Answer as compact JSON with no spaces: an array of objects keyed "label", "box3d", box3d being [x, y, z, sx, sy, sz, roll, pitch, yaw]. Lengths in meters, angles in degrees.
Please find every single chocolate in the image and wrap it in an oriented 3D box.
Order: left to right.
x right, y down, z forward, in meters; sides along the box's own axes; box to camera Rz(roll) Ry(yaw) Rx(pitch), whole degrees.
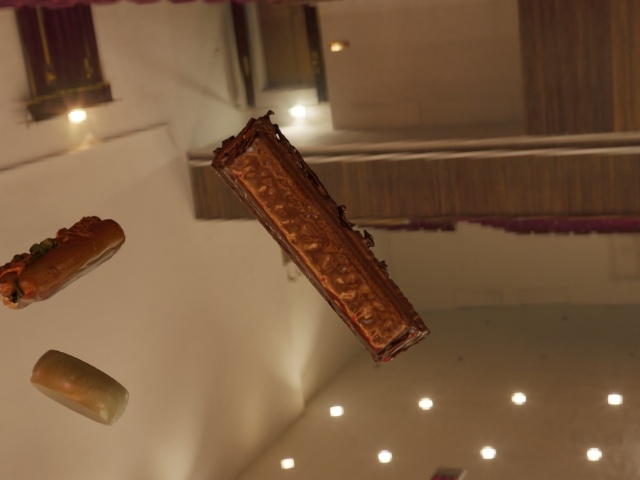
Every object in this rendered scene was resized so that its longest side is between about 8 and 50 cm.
[{"label":"chocolate","box3d":[-0.004,0.004,1.097,0.102,0.329,0.065,-38,-179,29]}]

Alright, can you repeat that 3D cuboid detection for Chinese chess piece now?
[{"label":"Chinese chess piece","box3d":[-0.346,0.211,1.367,0.144,0.144,0.058,6,-120,41]}]

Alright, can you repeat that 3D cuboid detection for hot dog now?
[{"label":"hot dog","box3d":[-0.269,0.017,0.994,0.072,0.055,0.188,-22,-169,27]}]
